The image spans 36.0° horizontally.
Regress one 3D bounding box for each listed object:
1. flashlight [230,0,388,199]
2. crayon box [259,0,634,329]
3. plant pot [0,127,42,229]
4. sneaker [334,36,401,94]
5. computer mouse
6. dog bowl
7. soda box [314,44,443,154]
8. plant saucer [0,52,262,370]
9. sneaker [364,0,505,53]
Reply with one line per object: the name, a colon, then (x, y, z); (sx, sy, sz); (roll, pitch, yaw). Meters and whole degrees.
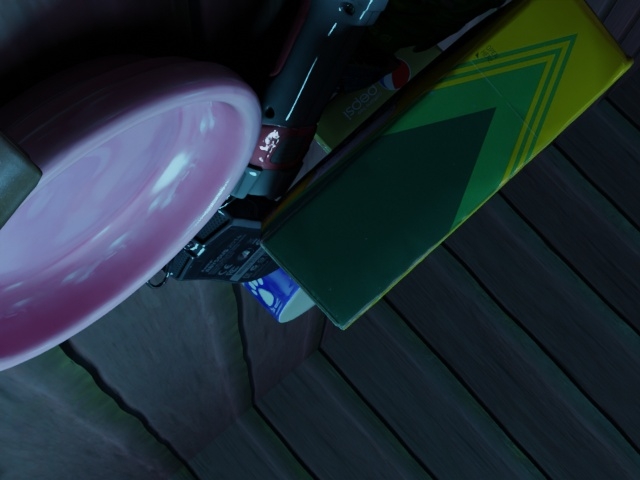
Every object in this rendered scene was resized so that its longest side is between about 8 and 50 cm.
flashlight: (-0.017, -0.166, 0.858); (0.304, 0.103, 0.103); (-60, -176, 43)
crayon box: (0.088, -0.083, 0.930); (0.313, 0.106, 0.363); (-43, -174, 1)
plant pot: (-0.243, -0.018, 0.497); (0.165, 0.167, 0.167); (-49, 170, -9)
sneaker: (0.033, -0.181, 1.044); (0.073, 0.063, 0.162); (-43, 169, 19)
computer mouse: (-0.115, -0.016, 1.153); (0.188, 0.072, 0.272); (-44, 156, 17)
dog bowl: (0.000, 0.000, 1.485); (0.265, 0.104, 0.265); (-41, 168, -10)
soda box: (0.070, -0.175, 1.199); (0.181, 0.058, 0.061); (-43, 169, -1)
plant saucer: (-0.194, -0.028, 0.780); (0.332, 0.084, 0.332); (-41, 168, -11)
sneaker: (0.095, -0.225, 0.914); (0.123, 0.109, 0.295); (-38, 179, 2)
